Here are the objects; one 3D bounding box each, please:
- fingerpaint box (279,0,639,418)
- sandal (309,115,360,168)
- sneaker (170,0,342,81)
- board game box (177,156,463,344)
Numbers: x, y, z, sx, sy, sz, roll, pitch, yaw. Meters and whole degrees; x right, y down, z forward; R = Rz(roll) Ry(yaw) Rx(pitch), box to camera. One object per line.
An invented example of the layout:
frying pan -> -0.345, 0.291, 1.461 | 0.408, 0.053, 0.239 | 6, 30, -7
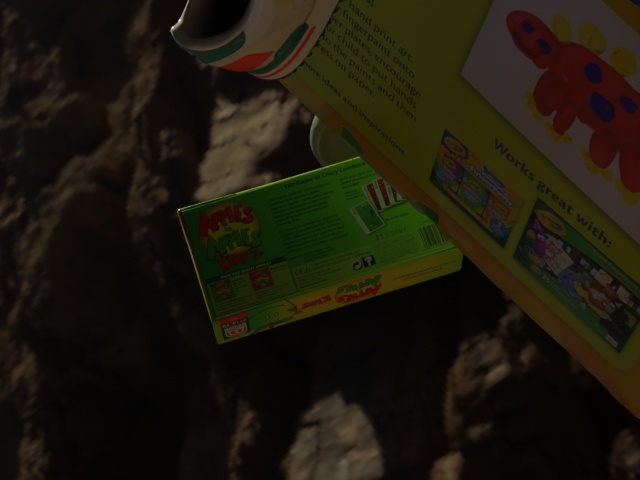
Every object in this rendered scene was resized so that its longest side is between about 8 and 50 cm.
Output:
fingerpaint box -> 0.123, -0.176, 0.820 | 0.163, 0.371, 0.445 | -36, -112, -27
sandal -> 0.132, -0.034, 1.188 | 0.303, 0.120, 0.086 | 18, -154, -10
sneaker -> -0.015, -0.146, 0.665 | 0.057, 0.161, 0.075 | 42, -155, 28
board game box -> 0.000, 0.000, 1.023 | 0.181, 0.043, 0.092 | -17, -115, -6
